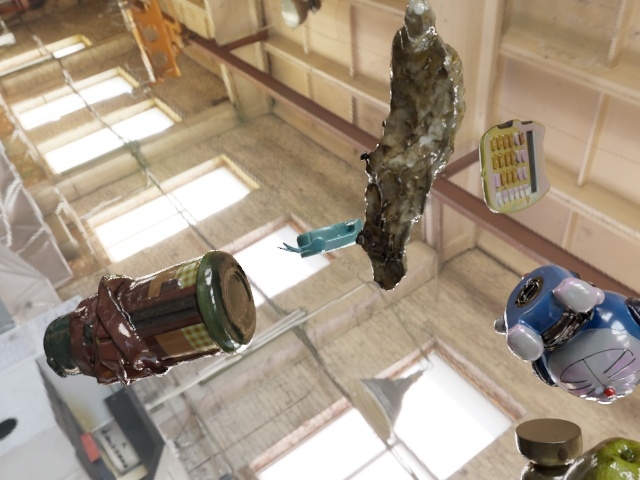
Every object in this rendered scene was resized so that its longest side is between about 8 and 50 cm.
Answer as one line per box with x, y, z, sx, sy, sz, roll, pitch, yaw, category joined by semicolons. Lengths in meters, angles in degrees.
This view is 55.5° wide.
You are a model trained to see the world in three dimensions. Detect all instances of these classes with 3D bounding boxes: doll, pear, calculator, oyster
0.537;0.193;1.246;0.310;0.240;0.284;37;-56;-9;doll
0.658;0.582;1.331;0.269;0.269;0.321;29;-45;54;pear
0.332;-0.129;1.051;0.033;0.236;0.157;1;-78;43;calculator
0.125;-0.129;0.810;0.111;0.204;0.396;18;-55;16;oyster

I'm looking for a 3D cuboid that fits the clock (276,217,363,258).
0.000;0.001;1.058;0.108;0.147;0.045;160;-86;-75;clock

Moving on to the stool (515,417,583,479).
0.656;0.662;1.717;0.179;0.179;0.264;179;-97;-67;stool

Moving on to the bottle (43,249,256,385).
-0.228;0.100;0.782;0.156;0.271;0.143;-89;159;-50;bottle
